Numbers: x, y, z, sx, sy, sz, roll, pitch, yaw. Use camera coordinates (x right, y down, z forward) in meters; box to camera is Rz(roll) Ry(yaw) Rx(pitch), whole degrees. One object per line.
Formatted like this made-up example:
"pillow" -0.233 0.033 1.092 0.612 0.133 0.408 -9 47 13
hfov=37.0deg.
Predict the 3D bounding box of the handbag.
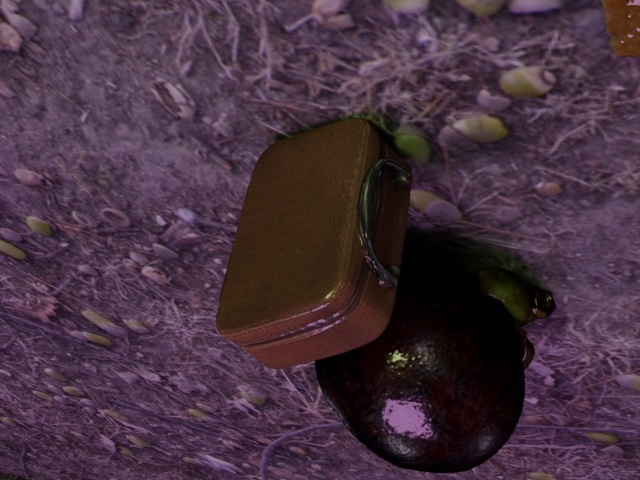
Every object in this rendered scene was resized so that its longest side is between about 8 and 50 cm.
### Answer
"handbag" 0.000 0.000 0.767 0.151 0.193 0.072 -14 138 38

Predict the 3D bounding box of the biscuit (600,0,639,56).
"biscuit" 0.269 -0.158 0.515 0.237 0.026 0.131 1 147 28

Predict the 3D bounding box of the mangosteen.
"mangosteen" 0.103 0.106 0.893 0.216 0.216 0.216 15 150 9
